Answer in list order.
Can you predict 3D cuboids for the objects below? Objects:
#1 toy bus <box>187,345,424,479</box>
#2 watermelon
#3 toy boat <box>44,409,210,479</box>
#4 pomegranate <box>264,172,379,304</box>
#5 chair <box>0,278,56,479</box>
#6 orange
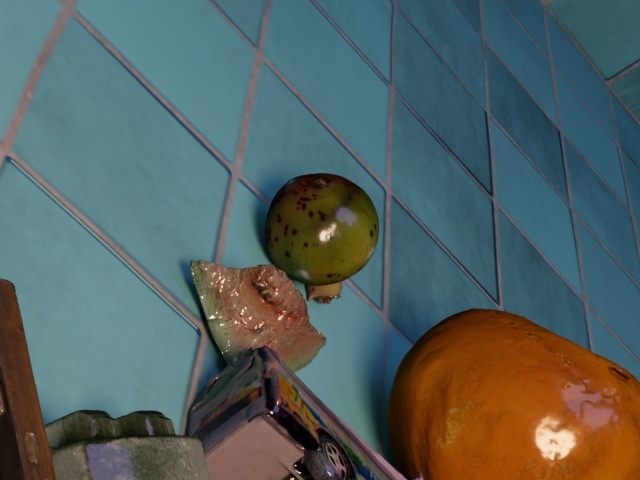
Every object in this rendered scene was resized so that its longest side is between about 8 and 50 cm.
[{"bbox_3d":[0.021,0.231,1.186,0.317,0.112,0.138,46,18,-26],"label":"toy bus"},{"bbox_3d":[-0.049,0.084,1.267,0.155,0.080,0.101,48,32,-56],"label":"watermelon"},{"bbox_3d":[-0.110,0.270,0.922,0.141,0.092,0.319,12,58,-58],"label":"toy boat"},{"bbox_3d":[-0.003,-0.007,1.403,0.130,0.130,0.130,42,30,-31],"label":"pomegranate"},{"bbox_3d":[-0.241,0.214,0.623,0.240,0.203,0.416,26,38,-55],"label":"chair"},{"bbox_3d":[0.199,0.195,1.358,0.284,0.226,0.284,30,-5,3],"label":"orange"}]
